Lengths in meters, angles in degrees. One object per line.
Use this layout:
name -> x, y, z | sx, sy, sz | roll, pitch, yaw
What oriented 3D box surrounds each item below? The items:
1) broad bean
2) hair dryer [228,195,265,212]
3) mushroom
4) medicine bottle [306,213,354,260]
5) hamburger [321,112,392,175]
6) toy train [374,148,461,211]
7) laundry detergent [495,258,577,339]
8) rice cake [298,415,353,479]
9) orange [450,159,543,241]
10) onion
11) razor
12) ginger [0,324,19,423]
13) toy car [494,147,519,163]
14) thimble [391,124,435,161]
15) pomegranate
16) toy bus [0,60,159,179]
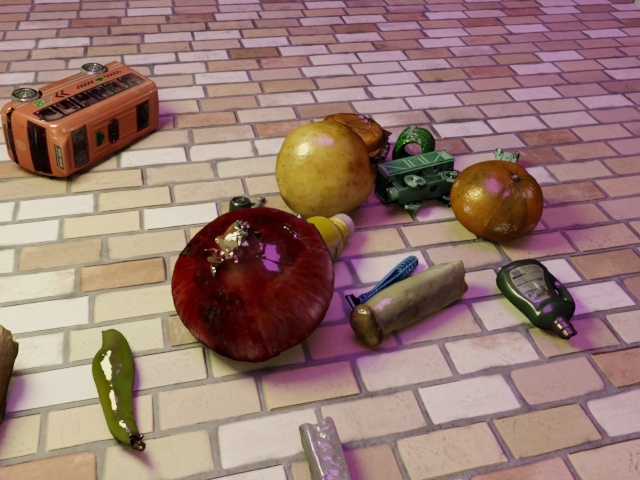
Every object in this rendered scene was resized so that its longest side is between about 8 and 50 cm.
broad bean -> -0.379, 0.284, 1.175 | 0.075, 0.067, 0.325 | -35, 48, 2
hair dryer -> -0.184, -0.084, 1.619 | 0.057, 0.100, 0.197 | 16, 26, 10
mushroom -> 0.197, 0.133, 1.374 | 0.312, 0.100, 0.081 | -23, 24, -28
medicine bottle -> 0.000, 0.000, 1.497 | 0.122, 0.122, 0.212 | 27, 34, 25
hamburger -> 0.085, -0.273, 1.816 | 0.243, 0.138, 0.261 | 20, 43, 16
toy train -> 0.280, -0.157, 1.720 | 0.269, 0.115, 0.154 | -15, 35, -21
laundry detergent -> 0.507, 0.136, 1.406 | 0.144, 0.078, 0.221 | -10, 41, -23
rice cake -> 0.041, 0.449, 0.998 | 0.064, 0.070, 0.399 | -5, 41, -16
orange -> 0.456, -0.108, 1.604 | 0.240, 0.171, 0.240 | 7, 53, -10
onion -> -0.149, 0.065, 1.265 | 0.348, 0.285, 0.347 | -6, 57, 9
razor -> 0.149, 0.102, 1.447 | 0.253, 0.042, 0.082 | -35, 96, -38
ginger -> -0.623, 0.249, 1.089 | 0.130, 0.221, 0.275 | 7, 31, -11
toy car -> 0.546, -0.220, 1.857 | 0.073, 0.054, 0.143 | 14, 45, 14
thimble -> 0.273, -0.267, 1.830 | 0.118, 0.130, 0.090 | 12, 44, 19
pomegranate -> 0.006, -0.181, 1.608 | 0.260, 0.260, 0.260 | 2, 40, -2
toy bus -> -0.679, -0.349, 1.805 | 0.233, 0.203, 0.427 | 26, 42, 18
